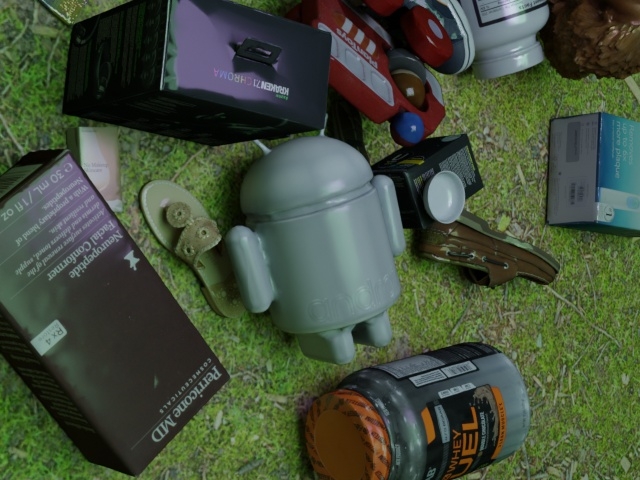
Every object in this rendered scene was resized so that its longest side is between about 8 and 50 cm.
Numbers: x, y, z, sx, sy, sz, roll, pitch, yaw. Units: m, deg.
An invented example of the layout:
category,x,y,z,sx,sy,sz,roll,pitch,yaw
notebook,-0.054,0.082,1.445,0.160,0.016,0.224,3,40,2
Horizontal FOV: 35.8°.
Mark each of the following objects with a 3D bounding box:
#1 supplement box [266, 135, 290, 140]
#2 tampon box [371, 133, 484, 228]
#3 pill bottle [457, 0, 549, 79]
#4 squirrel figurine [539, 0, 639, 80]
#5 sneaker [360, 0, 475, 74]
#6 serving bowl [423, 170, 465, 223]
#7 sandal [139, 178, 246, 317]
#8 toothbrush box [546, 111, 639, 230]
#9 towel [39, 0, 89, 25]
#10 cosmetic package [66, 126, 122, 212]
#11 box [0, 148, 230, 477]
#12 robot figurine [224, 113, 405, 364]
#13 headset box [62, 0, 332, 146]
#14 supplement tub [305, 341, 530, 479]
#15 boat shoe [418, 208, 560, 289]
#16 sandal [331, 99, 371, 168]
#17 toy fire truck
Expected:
category,x,y,z,sx,sy,sz,roll,pitch,yaw
supplement box,-0.082,-0.205,1.483,0.083,0.056,0.083,25,74,-36
tampon box,0.166,-0.099,1.640,0.161,0.120,0.102,-33,111,-34
pill bottle,0.283,-0.450,1.702,0.181,0.181,0.323,-28,107,-36
squirrel figurine,0.493,-0.479,1.737,0.281,0.370,0.397,15,111,-39
sneaker,0.126,-0.395,1.613,0.127,0.126,0.321,-41,103,-36
serving bowl,0.190,-0.068,1.564,0.083,0.027,0.083,-1,92,-38
sandal,-0.158,0.010,1.404,0.088,0.079,0.240,-44,115,-31
toothbrush box,0.595,-0.123,1.984,0.295,0.126,0.217,8,85,-40
towel,-0.346,-0.328,1.303,0.083,0.009,0.060,39,67,-31
cosmetic package,-0.300,-0.093,1.316,0.060,0.041,0.115,-6,93,-38
box,-0.304,0.094,1.251,0.191,0.143,0.381,-47,118,-30
robot figurine,0.000,0.000,1.454,0.299,0.199,0.354,-23,103,-34
headset box,-0.156,-0.215,1.280,0.246,0.283,0.131,9,84,-38
supplement tub,0.155,0.287,1.572,0.337,0.207,0.207,-9,95,-38
boat shoe,0.294,0.034,1.761,0.307,0.110,0.105,23,79,-27
sandal,0.039,-0.137,1.591,0.072,0.049,0.180,6,71,-44
toy fire truck,0.078,-0.259,1.475,0.302,0.169,0.254,38,35,-31
